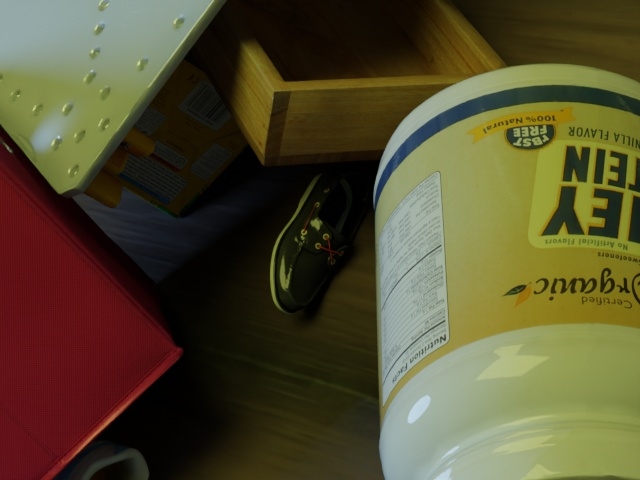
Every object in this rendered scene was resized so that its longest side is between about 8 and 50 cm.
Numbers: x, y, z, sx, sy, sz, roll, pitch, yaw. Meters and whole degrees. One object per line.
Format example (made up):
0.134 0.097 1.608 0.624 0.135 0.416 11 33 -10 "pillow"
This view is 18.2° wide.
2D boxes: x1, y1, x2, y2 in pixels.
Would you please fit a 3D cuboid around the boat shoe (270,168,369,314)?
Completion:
-0.001 -0.001 1.581 0.042 0.049 0.133 -8 48 45 "boat shoe"

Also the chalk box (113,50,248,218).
-0.163 -0.149 1.739 0.132 0.132 0.213 -46 47 12 "chalk box"

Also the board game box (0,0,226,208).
-0.145 -0.259 1.625 0.390 0.050 0.390 -52 38 6 "board game box"

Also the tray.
-0.019 -0.201 1.658 0.203 0.076 0.411 -5 35 -22 "tray"

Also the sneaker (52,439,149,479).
-0.203 0.250 1.506 0.092 0.087 0.229 -11 50 42 "sneaker"

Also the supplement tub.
0.149 0.069 1.267 0.228 0.228 0.316 -22 46 24 "supplement tub"

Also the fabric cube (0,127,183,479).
-0.292 0.055 1.551 0.259 0.258 0.254 -44 14 0 "fabric cube"
